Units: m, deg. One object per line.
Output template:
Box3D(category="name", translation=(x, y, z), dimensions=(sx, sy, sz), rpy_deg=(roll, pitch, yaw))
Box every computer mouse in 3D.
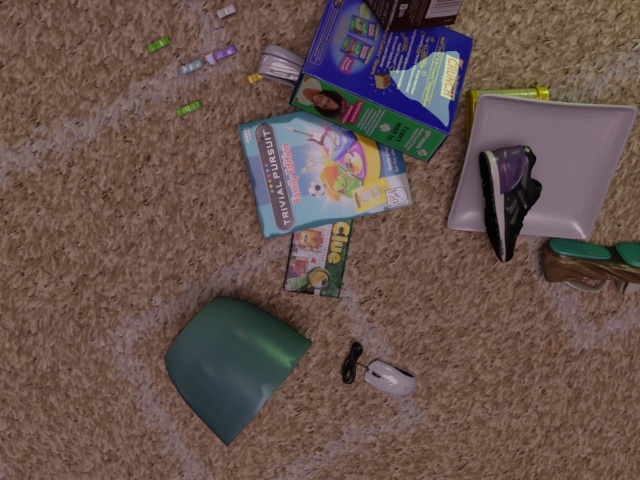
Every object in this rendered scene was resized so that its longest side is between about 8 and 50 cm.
Box3D(category="computer mouse", translation=(0.147, 0.325, 1.838), dimensions=(0.193, 0.042, 0.106), rpy_deg=(23, 100, -9))

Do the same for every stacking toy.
Box3D(category="stacking toy", translation=(-0.242, -0.385, 1.637), dimensions=(0.221, 0.052, 0.167), rpy_deg=(-24, 104, 2))

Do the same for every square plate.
Box3D(category="square plate", translation=(0.479, -0.162, 1.695), dimensions=(0.347, 0.049, 0.344), rpy_deg=(4, 126, -5))

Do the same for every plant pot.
Box3D(category="plant pot", translation=(-0.199, 0.264, 1.683), dimensions=(0.235, 0.293, 0.293), rpy_deg=(39, 98, 2))

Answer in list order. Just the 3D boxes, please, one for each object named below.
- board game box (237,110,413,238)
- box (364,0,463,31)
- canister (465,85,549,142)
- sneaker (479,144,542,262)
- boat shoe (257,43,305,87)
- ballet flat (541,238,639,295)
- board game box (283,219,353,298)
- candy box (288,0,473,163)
Box3D(category="board game box", translation=(0.011, -0.164, 1.672), dimensions=(0.336, 0.079, 0.253), rpy_deg=(-13, 96, -3))
Box3D(category="box", translation=(0.176, -0.544, 1.505), dimensions=(0.167, 0.203, 0.168), rpy_deg=(-13, 146, -22))
Box3D(category="canister", translation=(0.413, -0.279, 1.699), dimensions=(0.170, 0.073, 0.126), rpy_deg=(-2, 105, -2))
Box3D(category="sneaker", translation=(0.428, -0.075, 1.666), dimensions=(0.124, 0.107, 0.283), rpy_deg=(-13, 125, 0))
Box3D(category="boat shoe", translation=(-0.028, -0.340, 1.639), dimensions=(0.226, 0.083, 0.075), rpy_deg=(21, 82, -9))
Box3D(category="ballet flat", translation=(0.683, 0.070, 1.791), dimensions=(0.342, 0.116, 0.124), rpy_deg=(2, 123, -4))
Box3D(category="board game box", translation=(0.000, 0.000, 1.758), dimensions=(0.136, 0.030, 0.259), rpy_deg=(8, 103, -8))
Box3D(category="candy box", translation=(0.129, -0.347, 1.567), dimensions=(0.317, 0.122, 0.268), rpy_deg=(21, 61, -5))
